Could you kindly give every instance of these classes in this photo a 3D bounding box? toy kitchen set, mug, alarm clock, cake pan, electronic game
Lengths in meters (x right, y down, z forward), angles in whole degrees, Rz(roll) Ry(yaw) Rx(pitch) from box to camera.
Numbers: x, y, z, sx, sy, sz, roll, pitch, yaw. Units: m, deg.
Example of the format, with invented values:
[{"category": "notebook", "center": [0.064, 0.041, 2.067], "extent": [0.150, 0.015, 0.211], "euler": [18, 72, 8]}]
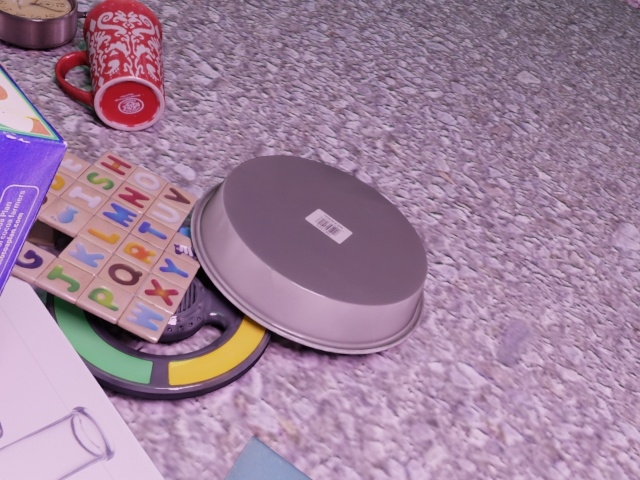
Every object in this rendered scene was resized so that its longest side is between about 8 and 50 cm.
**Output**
[{"category": "toy kitchen set", "center": [-0.316, -0.051, 0.752], "extent": [0.075, 0.068, 0.083], "euler": [11, 41, -8]}, {"category": "mug", "center": [-0.282, -0.230, 0.955], "extent": [0.113, 0.150, 0.169], "euler": [32, 30, -45]}, {"category": "alarm clock", "center": [-0.415, -0.340, 1.033], "extent": [0.192, 0.064, 0.129], "euler": [-8, 48, -24]}, {"category": "cake pan", "center": [0.000, 0.000, 0.784], "extent": [0.293, 0.054, 0.293], "euler": [18, 36, -14]}, {"category": "electronic game", "center": [-0.159, 0.063, 0.701], "extent": [0.229, 0.048, 0.229], "euler": [10, 42, -9]}]

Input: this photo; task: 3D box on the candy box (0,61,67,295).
[{"category": "candy box", "center": [-0.324, 0.013, 0.309], "extent": [0.122, 0.268, 0.317], "euler": [41, 20, 27]}]

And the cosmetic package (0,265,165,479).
[{"category": "cosmetic package", "center": [-0.326, 0.151, 0.513], "extent": [0.284, 0.097, 0.377], "euler": [-22, 55, -40]}]

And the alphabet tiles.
[{"category": "alphabet tiles", "center": [-0.214, -0.015, 0.698], "extent": [0.198, 0.009, 0.237], "euler": [28, 32, -7]}]

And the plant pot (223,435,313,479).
[{"category": "plant pot", "center": [-0.004, 0.285, 0.436], "extent": [0.234, 0.165, 0.166], "euler": [31, 42, 6]}]
